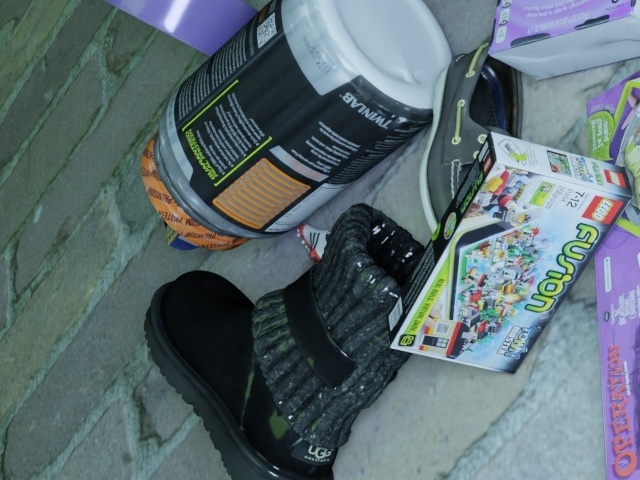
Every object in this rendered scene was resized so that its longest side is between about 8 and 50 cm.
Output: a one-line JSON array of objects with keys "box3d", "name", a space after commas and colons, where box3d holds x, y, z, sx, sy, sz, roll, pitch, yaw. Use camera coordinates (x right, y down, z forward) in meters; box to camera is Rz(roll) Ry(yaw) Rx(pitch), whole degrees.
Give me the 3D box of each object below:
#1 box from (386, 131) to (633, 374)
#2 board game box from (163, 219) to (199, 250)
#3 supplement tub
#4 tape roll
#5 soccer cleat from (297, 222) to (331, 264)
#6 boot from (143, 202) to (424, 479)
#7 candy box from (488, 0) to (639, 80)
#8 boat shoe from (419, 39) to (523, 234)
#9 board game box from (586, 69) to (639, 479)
[{"box3d": [0.141, 0.015, 1.130, 0.036, 0.114, 0.207, -93, 22, -47], "name": "box"}, {"box3d": [-0.117, -0.110, 1.742, 0.194, 0.060, 0.194, -49, 33, 26], "name": "board game box"}, {"box3d": [-0.032, -0.128, 1.481, 0.316, 0.193, 0.194, -36, 41, 37], "name": "supplement tub"}, {"box3d": [-0.178, -0.297, 1.845, 0.080, 0.189, 0.189, -63, 30, 4], "name": "tape roll"}, {"box3d": [0.000, 0.000, 1.511, 0.035, 0.029, 0.083, -35, 26, 3], "name": "soccer cleat"}, {"box3d": [-0.026, 0.062, 1.393, 0.348, 0.131, 0.260, 49, 118, 47], "name": "boot"}, {"box3d": [0.238, -0.251, 1.255, 0.165, 0.070, 0.196, -9, 64, 51], "name": "candy box"}, {"box3d": [0.140, -0.084, 1.294, 0.068, 0.081, 0.228, -39, 36, 44], "name": "boat shoe"}, {"box3d": [0.284, 0.000, 1.043, 0.208, 0.056, 0.347, -28, 46, 41], "name": "board game box"}]
